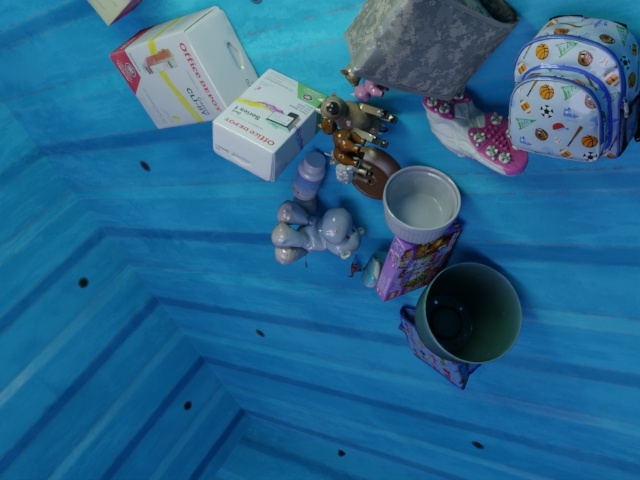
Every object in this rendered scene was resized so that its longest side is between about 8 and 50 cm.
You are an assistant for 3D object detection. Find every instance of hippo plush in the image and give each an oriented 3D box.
[{"bbox_3d":[0.000,0.000,2.036,0.237,0.234,0.294,12,138,35],"label":"hippo plush"}]

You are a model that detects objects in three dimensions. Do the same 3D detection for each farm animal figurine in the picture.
[{"bbox_3d":[0.088,-0.335,1.575,0.172,0.330,0.327,24,173,16],"label":"farm animal figurine"}]

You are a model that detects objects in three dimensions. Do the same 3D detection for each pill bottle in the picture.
[{"bbox_3d":[-0.033,-0.201,1.958,0.087,0.087,0.160,34,147,6],"label":"pill bottle"}]

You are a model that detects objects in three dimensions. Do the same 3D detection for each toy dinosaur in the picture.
[{"bbox_3d":[0.120,0.100,2.192,0.047,0.090,0.082,35,-168,23],"label":"toy dinosaur"}]

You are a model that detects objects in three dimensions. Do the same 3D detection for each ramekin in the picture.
[{"bbox_3d":[0.268,-0.088,1.712,0.207,0.207,0.109,28,154,14],"label":"ramekin"}]

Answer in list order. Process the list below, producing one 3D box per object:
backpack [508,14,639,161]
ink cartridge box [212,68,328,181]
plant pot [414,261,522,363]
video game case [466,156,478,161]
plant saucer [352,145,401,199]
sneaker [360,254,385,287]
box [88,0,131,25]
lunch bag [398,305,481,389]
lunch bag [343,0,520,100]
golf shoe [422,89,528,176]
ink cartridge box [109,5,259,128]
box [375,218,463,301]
[{"bbox_3d":[0.495,-0.298,1.249,0.276,0.213,0.263,15,132,33],"label":"backpack"},{"bbox_3d":[-0.137,-0.321,1.737,0.201,0.278,0.117,29,146,14],"label":"ink cartridge box"},{"bbox_3d":[0.416,0.233,1.895,0.293,0.293,0.235,37,162,2],"label":"plant pot"},{"bbox_3d":[0.415,-0.226,1.574,0.122,0.011,0.087,24,145,21],"label":"video game case"},{"bbox_3d":[0.152,-0.187,1.848,0.199,0.036,0.198,25,146,19],"label":"plant saucer"},{"bbox_3d":[0.187,0.107,2.045,0.092,0.228,0.087,32,104,2],"label":"sneaker"},{"bbox_3d":[-0.587,-0.767,1.776,0.243,0.117,0.213,-14,121,51],"label":"box"},{"bbox_3d":[0.392,0.358,2.213,0.293,0.138,0.221,21,147,40],"label":"lunch bag"},{"bbox_3d":[0.233,-0.432,1.317,0.287,0.169,0.235,14,140,-25],"label":"lunch bag"},{"bbox_3d":[0.363,-0.241,1.482,0.306,0.115,0.140,50,167,30],"label":"golf shoe"},{"bbox_3d":[-0.401,-0.501,1.877,0.385,0.160,0.279,2,132,42],"label":"ink cartridge box"},{"bbox_3d":[0.286,0.059,1.870,0.057,0.201,0.293,60,157,29],"label":"box"}]
